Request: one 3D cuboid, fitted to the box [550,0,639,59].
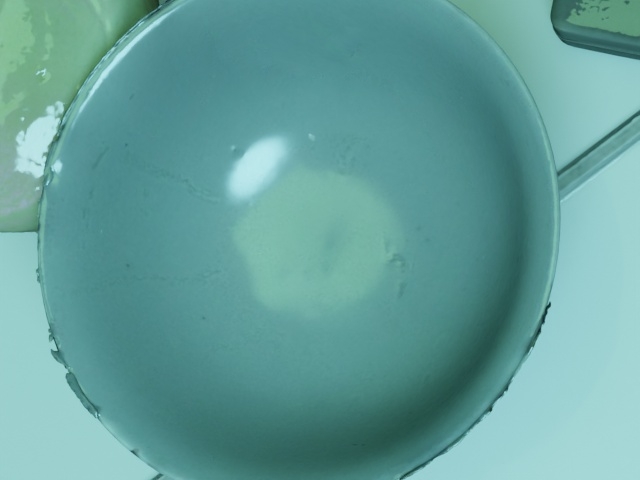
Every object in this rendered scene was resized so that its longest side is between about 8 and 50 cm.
[{"bbox_3d":[0.229,-0.243,1.062,0.103,0.055,0.244,14,87,19],"label":"box"}]

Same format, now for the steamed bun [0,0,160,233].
[{"bbox_3d":[-0.180,-0.116,1.123,0.152,0.170,0.239,21,92,10],"label":"steamed bun"}]

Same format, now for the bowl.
[{"bbox_3d":[0.000,0.000,1.053,0.345,0.157,0.345,-2,84,17],"label":"bowl"}]
